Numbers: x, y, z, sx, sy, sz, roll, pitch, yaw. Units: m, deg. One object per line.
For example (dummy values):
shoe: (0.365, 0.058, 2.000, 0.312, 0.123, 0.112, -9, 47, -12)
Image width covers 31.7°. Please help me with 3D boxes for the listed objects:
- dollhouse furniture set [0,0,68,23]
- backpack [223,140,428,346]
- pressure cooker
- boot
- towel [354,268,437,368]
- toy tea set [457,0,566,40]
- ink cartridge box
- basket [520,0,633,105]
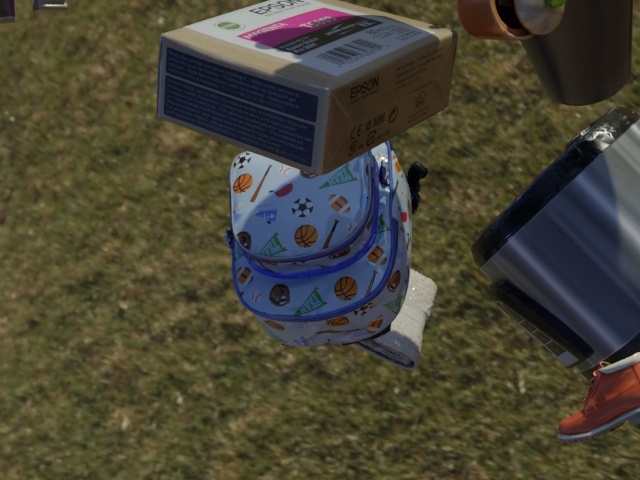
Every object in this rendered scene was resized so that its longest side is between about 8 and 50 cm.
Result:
dollhouse furniture set: (-0.363, -0.458, 1.604, 0.198, 0.304, 0.286, 25, 119, 61)
backpack: (0.000, 0.000, 1.466, 0.277, 0.213, 0.263, -12, 65, 16)
pressure cooker: (0.501, 0.041, 1.817, 0.420, 0.370, 0.375, 46, 141, 6)
boot: (0.350, 0.195, 1.392, 0.158, 0.059, 0.084, -33, 78, 35)
towel: (0.049, 0.074, 1.798, 0.049, 0.282, 0.187, -58, 7, 46)
toy tea set: (0.143, -0.341, 1.019, 0.200, 0.336, 0.124, -52, 27, -22)
ink cartridge box: (-0.009, -0.159, 1.075, 0.193, 0.235, 0.088, 22, 123, 27)
basket: (0.348, -0.309, 1.550, 0.204, 0.227, 0.154, 5, 53, 31)
